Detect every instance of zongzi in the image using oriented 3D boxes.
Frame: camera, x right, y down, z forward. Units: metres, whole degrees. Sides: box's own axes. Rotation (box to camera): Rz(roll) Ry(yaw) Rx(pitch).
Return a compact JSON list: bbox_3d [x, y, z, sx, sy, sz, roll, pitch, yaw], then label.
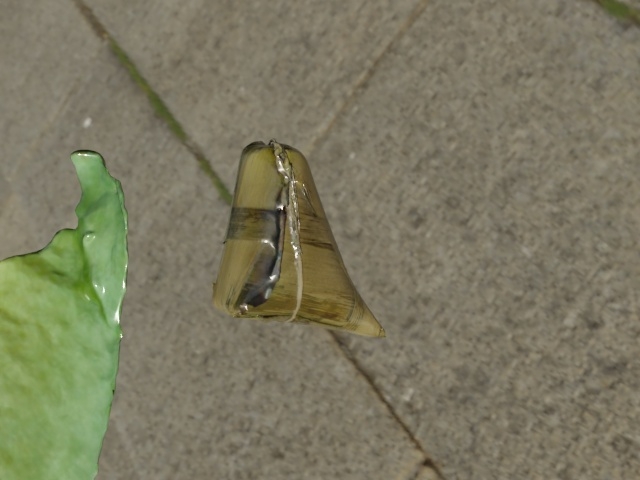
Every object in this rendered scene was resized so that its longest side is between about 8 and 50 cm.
[{"bbox_3d":[0.000,0.000,0.478,0.040,0.083,0.076,13,92,66],"label":"zongzi"}]

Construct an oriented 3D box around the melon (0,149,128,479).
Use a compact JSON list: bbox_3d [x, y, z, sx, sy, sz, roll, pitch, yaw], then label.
[{"bbox_3d":[-0.128,0.083,0.276,0.262,0.114,0.053,-55,5,-22],"label":"melon"}]
